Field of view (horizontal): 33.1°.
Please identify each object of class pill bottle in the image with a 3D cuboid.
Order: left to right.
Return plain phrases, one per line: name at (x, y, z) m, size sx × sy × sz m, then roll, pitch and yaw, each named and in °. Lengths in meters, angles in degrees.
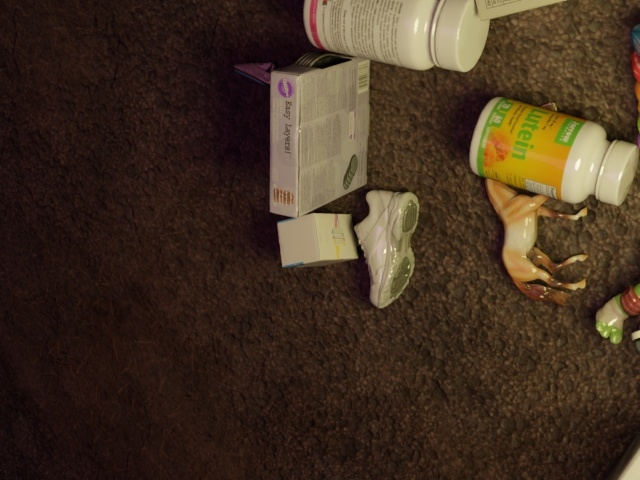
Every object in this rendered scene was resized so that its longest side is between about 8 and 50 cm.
pill bottle at (0.128, -0.375, 1.804) m, size 0.283 × 0.160 × 0.160 m, roll 17°, pitch 116°, yaw 26°
pill bottle at (0.378, -0.139, 1.739) m, size 0.246 × 0.136 × 0.136 m, roll 19°, pitch 117°, yaw 25°

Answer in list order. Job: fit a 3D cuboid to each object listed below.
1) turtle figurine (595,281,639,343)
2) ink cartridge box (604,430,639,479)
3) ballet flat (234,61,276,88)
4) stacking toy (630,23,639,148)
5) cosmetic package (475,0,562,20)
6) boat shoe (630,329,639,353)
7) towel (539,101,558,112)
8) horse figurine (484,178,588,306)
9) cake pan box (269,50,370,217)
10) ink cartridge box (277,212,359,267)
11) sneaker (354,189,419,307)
turtle figurine at (0.568, 0.097, 1.675) m, size 0.274 × 0.198 × 0.266 m, roll 56°, pitch 138°, yaw 24°
ink cartridge box at (0.559, 0.411, 1.754) m, size 0.166 × 0.285 × 0.395 m, roll 34°, pitch 123°, yaw 16°
ballet flat at (-0.085, -0.308, 2.037) m, size 0.168 × 0.057 × 0.052 m, roll 29°, pitch 93°, yaw 16°
stacking toy at (0.545, -0.177, 1.640) m, size 0.166 × 0.175 × 0.302 m, roll -4°, pitch 130°, yaw -1°
cosmetic package at (0.386, -0.451, 1.646) m, size 0.309 × 0.113 × 0.160 m, roll -6°, pitch 104°, yaw 34°
boat shoe at (0.609, 0.188, 1.633) m, size 0.116 × 0.319 × 0.099 m, roll -29°, pitch 54°, yaw 57°
towel at (0.368, -0.194, 1.816) m, size 0.083 × 0.009 × 0.060 m, roll -20°, pitch 97°, yaw 36°
horse figurine at (0.370, -0.004, 1.852) m, size 0.174 × 0.066 × 0.263 m, roll 0°, pitch 105°, yaw 24°
cake pan box at (0.002, -0.197, 1.897) m, size 0.070 × 0.246 × 0.267 m, roll 12°, pitch 114°, yaw 27°
ink cartridge box at (0.000, 0.000, 2.045) m, size 0.092 × 0.143 × 0.090 m, roll -12°, pitch 83°, yaw 34°
sneaker at (0.114, 0.010, 2.014) m, size 0.115 × 0.090 × 0.232 m, roll 19°, pitch 108°, yaw 32°
